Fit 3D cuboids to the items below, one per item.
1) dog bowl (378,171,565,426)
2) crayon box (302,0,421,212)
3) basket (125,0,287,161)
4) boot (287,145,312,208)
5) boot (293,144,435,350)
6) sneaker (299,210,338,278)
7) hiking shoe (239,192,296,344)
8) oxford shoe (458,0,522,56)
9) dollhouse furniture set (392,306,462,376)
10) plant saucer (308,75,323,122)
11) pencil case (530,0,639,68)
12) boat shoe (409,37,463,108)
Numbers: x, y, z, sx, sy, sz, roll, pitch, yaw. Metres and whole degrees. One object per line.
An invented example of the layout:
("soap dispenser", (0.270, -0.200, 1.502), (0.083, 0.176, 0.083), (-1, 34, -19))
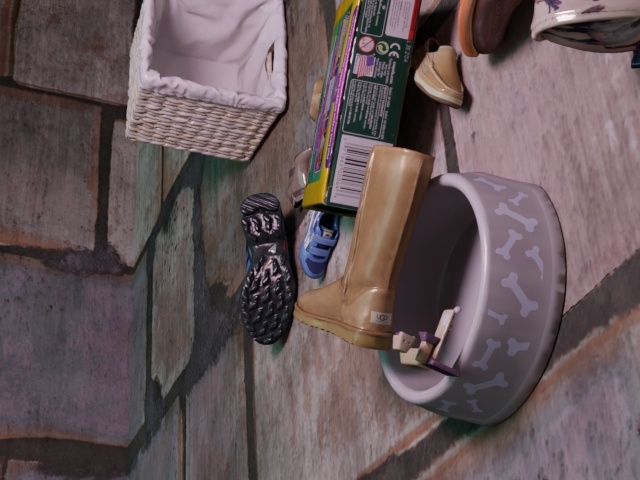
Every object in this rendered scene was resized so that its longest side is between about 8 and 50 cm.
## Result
("dog bowl", (0.182, 0.069, 1.448), (0.349, 0.102, 0.349), (-169, 90, -69))
("crayon box", (0.062, -0.224, 1.791), (0.313, 0.106, 0.363), (-171, 92, -84))
("basket", (-0.271, -0.389, 2.489), (0.266, 0.331, 0.328), (127, 147, -52))
("boot", (-0.032, -0.121, 2.164), (0.118, 0.042, 0.087), (128, 140, -51))
("boot", (0.062, 0.002, 1.536), (0.236, 0.089, 0.270), (16, 95, 58))
("sneaker", (0.000, 0.000, 2.003), (0.059, 0.053, 0.144), (-168, 87, -67))
("hiking shoe", (-0.098, 0.060, 2.195), (0.132, 0.113, 0.304), (53, -143, -78))
("oxford shoe", (0.263, -0.353, 1.410), (0.364, 0.132, 0.130), (98, -169, -63))
("dollhouse furniture set", (0.123, 0.112, 1.345), (0.081, 0.091, 0.114), (-68, 16, -12))
("plant saucer", (-0.009, -0.251, 1.925), (0.083, 0.015, 0.083), (-169, 90, -88))
("pencil case", (0.345, -0.403, 1.178), (0.160, 0.183, 0.411), (33, -115, -77))
("boat shoe", (0.180, -0.263, 1.660), (0.072, 0.068, 0.190), (-58, 27, 19))
